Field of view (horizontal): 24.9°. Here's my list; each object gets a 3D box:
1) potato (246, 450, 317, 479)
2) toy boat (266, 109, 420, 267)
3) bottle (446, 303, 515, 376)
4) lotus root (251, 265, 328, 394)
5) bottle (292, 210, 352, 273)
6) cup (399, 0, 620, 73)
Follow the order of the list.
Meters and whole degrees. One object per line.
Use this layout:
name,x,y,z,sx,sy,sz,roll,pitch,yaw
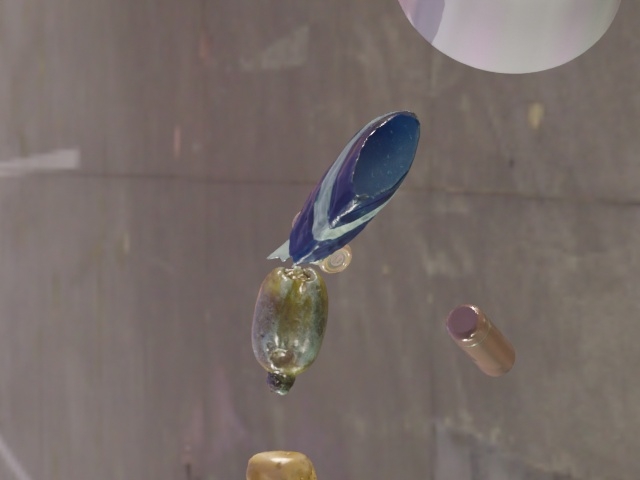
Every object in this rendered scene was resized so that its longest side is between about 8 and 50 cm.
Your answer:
potato,-0.046,0.282,1.723,0.062,0.083,0.068,89,-169,-49
toy boat,0.028,-0.053,1.563,0.210,0.070,0.291,-48,3,-6
bottle,0.207,0.129,1.854,0.140,0.053,0.053,46,-154,-53
lotus root,-0.048,0.132,2.131,0.088,0.113,0.192,-155,73,-66
bottle,0.000,0.000,1.816,0.096,0.045,0.045,50,137,48
cup,0.209,-0.354,1.438,0.371,0.253,0.253,93,170,-68
